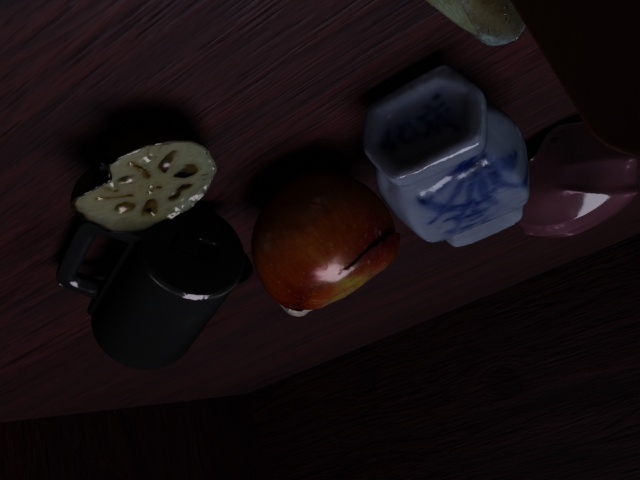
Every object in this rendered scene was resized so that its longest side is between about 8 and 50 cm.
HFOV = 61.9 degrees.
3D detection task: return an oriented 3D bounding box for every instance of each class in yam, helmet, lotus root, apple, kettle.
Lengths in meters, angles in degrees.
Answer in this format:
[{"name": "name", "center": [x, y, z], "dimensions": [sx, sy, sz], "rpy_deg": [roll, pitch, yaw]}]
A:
[{"name": "yam", "center": [0.172, -0.273, 0.600], "dimensions": [0.169, 0.068, 0.068], "rpy_deg": [3, 150, -46]}, {"name": "helmet", "center": [0.531, -0.108, 1.164], "dimensions": [0.271, 0.197, 0.338], "rpy_deg": [-7, 156, -36]}, {"name": "lotus root", "center": [-0.237, -0.091, 0.706], "dimensions": [0.183, 0.078, 0.203], "rpy_deg": [-28, 165, -9]}, {"name": "apple", "center": [0.000, 0.000, 0.913], "dimensions": [0.252, 0.206, 0.272], "rpy_deg": [-38, 170, 15]}, {"name": "kettle", "center": [-0.295, 0.064, 0.951], "dimensions": [0.203, 0.262, 0.308], "rpy_deg": [-47, -179, -44]}]

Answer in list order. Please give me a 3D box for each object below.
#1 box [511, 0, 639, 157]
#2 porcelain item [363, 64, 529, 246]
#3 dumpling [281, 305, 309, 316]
[{"name": "box", "center": [0.294, -0.242, 0.409], "dimensions": [0.229, 0.339, 0.239], "rpy_deg": [-1, 153, -45]}, {"name": "porcelain item", "center": [0.218, -0.117, 0.885], "dimensions": [0.243, 0.178, 0.405], "rpy_deg": [-25, 156, 19]}, {"name": "dumpling", "center": [-0.051, 0.138, 1.409], "dimensions": [0.136, 0.118, 0.199], "rpy_deg": [-36, -174, 5]}]
